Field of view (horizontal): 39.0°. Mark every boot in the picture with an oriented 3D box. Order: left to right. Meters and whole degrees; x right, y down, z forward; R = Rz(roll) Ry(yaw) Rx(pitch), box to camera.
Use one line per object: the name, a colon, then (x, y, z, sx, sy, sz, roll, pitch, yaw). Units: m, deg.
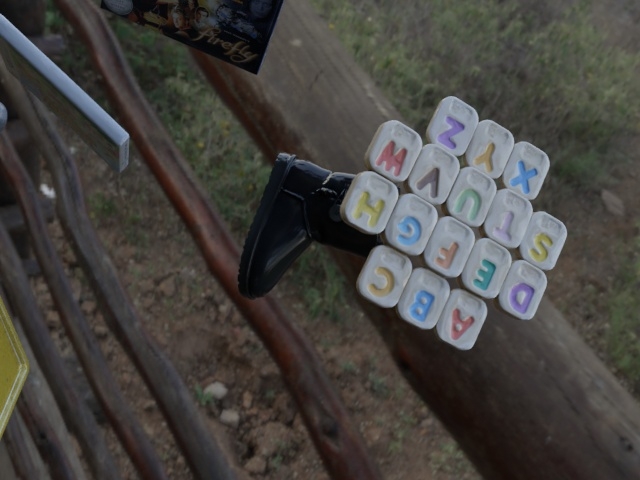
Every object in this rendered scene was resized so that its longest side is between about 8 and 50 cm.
boot: (0.000, 0.000, 1.390, 0.207, 0.247, 0.094, 18, -2, 16)

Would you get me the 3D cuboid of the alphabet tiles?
alphabet tiles: (0.169, -0.023, 1.108, 0.284, 0.021, 0.278, 29, 78, -14)

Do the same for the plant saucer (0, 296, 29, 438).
plant saucer: (-0.481, 0.171, 1.170, 0.080, 0.333, 0.333, -2, 40, 6)

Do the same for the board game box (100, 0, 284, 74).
board game box: (-0.173, -0.344, 1.245, 0.243, 0.165, 0.042, 22, 51, -5)

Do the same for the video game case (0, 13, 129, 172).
video game case: (-0.332, -0.181, 1.169, 0.212, 0.193, 0.023, 43, 77, -5)

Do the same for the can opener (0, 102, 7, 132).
can opener: (-0.426, -0.087, 0.906, 0.093, 0.280, 0.074, 9, 77, -54)
